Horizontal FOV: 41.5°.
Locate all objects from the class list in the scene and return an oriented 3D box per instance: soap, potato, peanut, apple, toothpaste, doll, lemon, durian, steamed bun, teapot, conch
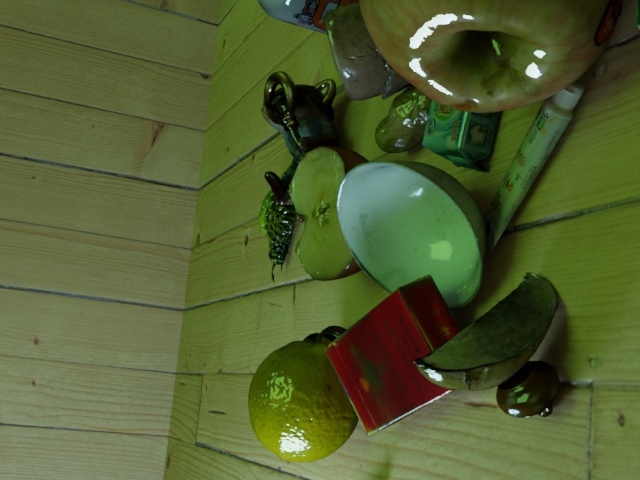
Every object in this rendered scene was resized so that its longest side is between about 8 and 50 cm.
[{"bbox_3d":[0.273,-0.280,1.558,0.156,0.077,0.293,-160,81,-67],"label":"soap"},{"bbox_3d":[0.275,0.170,1.276,0.120,0.261,0.100,32,145,46],"label":"potato"},{"bbox_3d":[0.183,-0.251,1.726,0.226,0.108,0.095,135,134,-58],"label":"peanut"},{"bbox_3d":[0.241,-0.399,1.224,0.391,0.391,0.347,139,142,-57],"label":"apple"},{"bbox_3d":[0.337,-0.124,1.379,0.056,0.058,0.314,37,129,19],"label":"toothpaste"},{"bbox_3d":[-0.049,-0.239,2.141,0.318,0.209,0.340,115,150,-68],"label":"doll"},{"bbox_3d":[-0.033,0.344,1.819,0.267,0.267,0.268,-170,90,-68],"label":"lemon"},{"bbox_3d":[-0.117,-0.073,2.381,0.132,0.106,0.375,-170,94,-73],"label":"durian"},{"bbox_3d":[0.134,-0.386,1.696,0.301,0.251,0.199,-63,-37,-74],"label":"steamed bun"},{"bbox_3d":[0.315,0.230,1.266,0.098,0.078,0.129,-42,6,-10],"label":"teapot"},{"bbox_3d":[0.036,0.236,1.928,0.232,0.080,0.086,-25,90,42],"label":"conch"},{"bbox_3d":[0.065,-0.060,1.859,0.251,0.163,0.293,-24,72,52],"label":"apple"}]

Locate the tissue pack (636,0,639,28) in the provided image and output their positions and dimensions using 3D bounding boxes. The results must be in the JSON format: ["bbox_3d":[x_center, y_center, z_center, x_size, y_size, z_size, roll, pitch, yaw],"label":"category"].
[{"bbox_3d":[0.472,-0.350,1.012,0.209,0.156,0.148,167,114,-67],"label":"tissue pack"}]

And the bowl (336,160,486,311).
[{"bbox_3d":[0.191,-0.036,1.520,0.313,0.146,0.313,28,138,29],"label":"bowl"}]

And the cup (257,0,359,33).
[{"bbox_3d":[0.018,-0.595,1.987,0.212,0.317,0.212,-170,90,-68],"label":"cup"}]

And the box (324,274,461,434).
[{"bbox_3d":[0.144,0.220,1.557,0.197,0.089,0.313,62,145,13],"label":"box"}]

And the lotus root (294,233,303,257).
[{"bbox_3d":[-0.001,-0.004,2.093,0.135,0.095,0.159,-60,9,25],"label":"lotus root"}]
